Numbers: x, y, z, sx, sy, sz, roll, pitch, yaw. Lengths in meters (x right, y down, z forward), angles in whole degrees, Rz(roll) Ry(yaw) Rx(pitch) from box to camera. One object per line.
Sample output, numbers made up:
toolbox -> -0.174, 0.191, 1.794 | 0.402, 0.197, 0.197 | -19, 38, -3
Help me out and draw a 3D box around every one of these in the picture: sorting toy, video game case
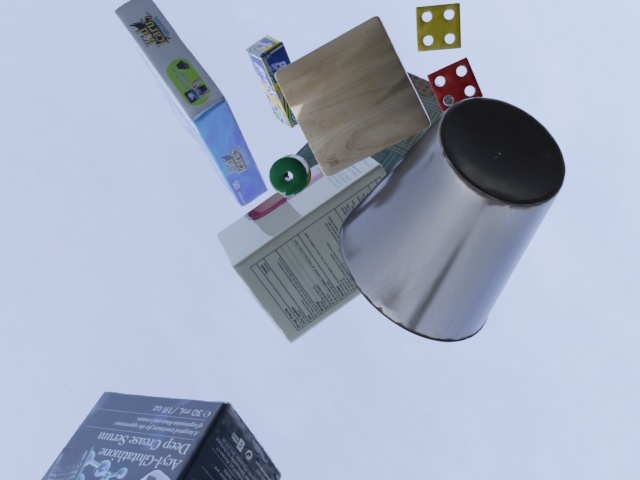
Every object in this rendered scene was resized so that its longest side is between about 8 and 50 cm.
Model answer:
sorting toy -> 0.046, -0.164, 0.813 | 0.275, 0.046, 0.132 | -26, -84, 17
video game case -> -0.195, -0.209, 1.127 | 0.061, 0.269, 0.244 | -33, -115, -6

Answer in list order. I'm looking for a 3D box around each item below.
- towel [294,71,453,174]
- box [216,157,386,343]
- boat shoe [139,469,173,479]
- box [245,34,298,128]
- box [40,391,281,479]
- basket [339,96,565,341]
towel -> 0.148, -0.184, 1.344 | 0.271, 0.040, 0.370 | 27, -128, 14
box -> 0.000, 0.000, 0.985 | 0.232, 0.127, 0.148 | -35, -62, -3
boat shoe -> -0.128, 0.240, 0.461 | 0.084, 0.258, 0.095 | -32, -80, 2
box -> -0.077, -0.299, 1.372 | 0.054, 0.059, 0.169 | -39, -45, -14
box -> -0.298, 0.460, 1.135 | 0.212, 0.294, 0.395 | 62, -140, -32
basket -> 0.137, -0.026, 0.752 | 0.204, 0.227, 0.154 | 44, -124, 14
